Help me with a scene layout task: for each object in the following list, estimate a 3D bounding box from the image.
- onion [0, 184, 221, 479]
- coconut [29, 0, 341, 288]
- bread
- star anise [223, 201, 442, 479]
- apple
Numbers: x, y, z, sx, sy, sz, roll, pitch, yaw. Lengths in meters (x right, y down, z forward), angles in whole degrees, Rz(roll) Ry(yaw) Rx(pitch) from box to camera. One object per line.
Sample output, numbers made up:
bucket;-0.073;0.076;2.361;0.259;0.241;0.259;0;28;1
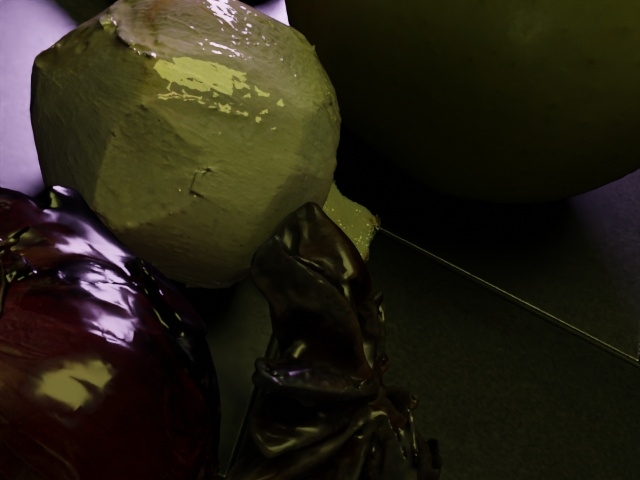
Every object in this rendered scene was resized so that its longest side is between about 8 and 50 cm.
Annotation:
onion;-0.189;0.087;1.002;0.281;0.221;0.281;43;12;-11
coconut;-0.111;-0.082;1.209;0.230;0.227;0.227;17;43;-21
bread;-0.002;0.000;1.308;0.077;0.070;0.083;35;39;-13
star anise;0.008;0.109;1.136;0.129;0.282;0.212;-5;44;22
apple;0.186;-0.248;1.407;0.474;0.473;0.473;18;43;-18
